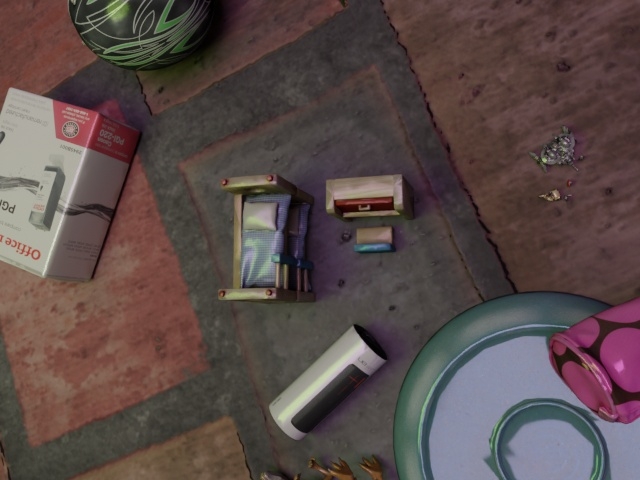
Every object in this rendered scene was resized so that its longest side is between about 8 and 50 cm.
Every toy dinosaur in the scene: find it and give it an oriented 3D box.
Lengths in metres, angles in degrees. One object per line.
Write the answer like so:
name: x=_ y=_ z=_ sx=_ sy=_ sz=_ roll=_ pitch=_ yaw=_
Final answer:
toy dinosaur: x=0.033 y=0.294 z=0.660 sx=0.211 sy=0.064 sz=0.112 roll=28 pitch=111 yaw=28

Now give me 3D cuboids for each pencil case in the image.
pencil case: x=0.312 y=0.087 z=0.535 sx=0.209 sy=0.095 sz=0.098 roll=-22 pitch=65 yaw=-4

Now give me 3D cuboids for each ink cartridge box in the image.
ink cartridge box: x=-0.355 y=-0.071 z=0.807 sx=0.158 sy=0.092 sz=0.218 roll=18 pitch=91 yaw=19

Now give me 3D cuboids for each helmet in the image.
helmet: x=-0.214 y=-0.290 z=0.752 sx=0.169 sy=0.169 sz=0.161 roll=0 pitch=67 yaw=18

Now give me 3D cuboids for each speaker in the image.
speaker: x=0.009 y=0.155 z=0.679 sx=0.136 sy=0.055 sz=0.055 roll=-44 pitch=73 yaw=8

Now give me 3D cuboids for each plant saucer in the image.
plant saucer: x=0.224 y=0.208 z=0.609 sx=0.317 sy=0.044 sz=0.317 roll=-2 pitch=82 yaw=19

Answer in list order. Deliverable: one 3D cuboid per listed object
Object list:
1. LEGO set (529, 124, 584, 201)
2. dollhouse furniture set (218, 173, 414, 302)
LEGO set: x=0.250 y=-0.083 z=0.645 sx=0.054 sy=0.023 sz=0.083 roll=-12 pitch=80 yaw=16
dollhouse furniture set: x=0.000 y=0.000 z=0.661 sx=0.184 sy=0.129 sz=0.129 roll=-3 pitch=82 yaw=18
